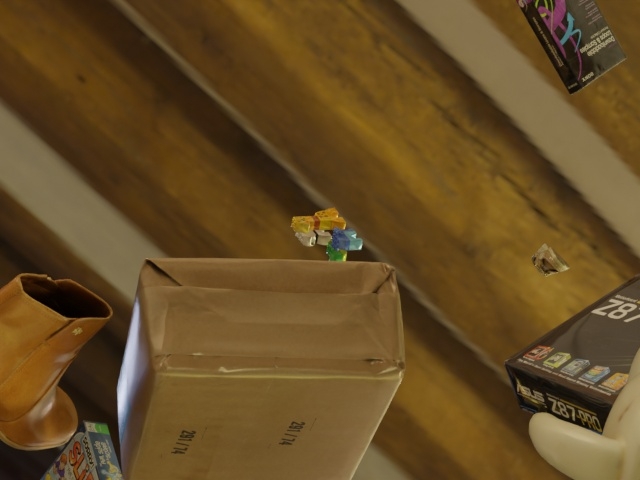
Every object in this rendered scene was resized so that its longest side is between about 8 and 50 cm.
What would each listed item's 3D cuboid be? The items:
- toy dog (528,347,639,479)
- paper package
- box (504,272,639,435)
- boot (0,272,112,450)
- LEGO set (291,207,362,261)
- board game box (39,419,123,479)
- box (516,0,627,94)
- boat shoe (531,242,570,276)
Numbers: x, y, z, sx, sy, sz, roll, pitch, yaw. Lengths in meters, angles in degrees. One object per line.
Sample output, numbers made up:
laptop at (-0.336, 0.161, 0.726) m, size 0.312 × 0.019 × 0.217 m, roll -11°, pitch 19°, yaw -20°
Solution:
toy dog at (0.420, 0.208, 1.536) m, size 0.395 × 0.408 × 0.284 m, roll -3°, pitch -79°, yaw 11°
paper package at (-0.085, 0.172, 1.836) m, size 0.309 × 0.168 × 0.325 m, roll 2°, pitch -35°, yaw -13°
box at (0.485, 0.162, 2.017) m, size 0.395 × 0.318 × 0.097 m, roll 19°, pitch -46°, yaw 63°
boot at (-0.318, 0.143, 1.760) m, size 0.295 × 0.211 × 0.104 m, roll 31°, pitch 29°, yaw -54°
LEGO set at (0.000, 0.000, 2.642) m, size 0.227 × 0.093 × 0.087 m, roll -128°, pitch -139°, yaw -56°
board game box at (-0.270, 0.330, 1.743) m, size 0.035 × 0.136 × 0.201 m, roll 15°, pitch 35°, yaw -37°
box at (0.336, -0.289, 2.012) m, size 0.029 × 0.116 × 0.162 m, roll -23°, pitch -81°, yaw 51°
boat shoe at (0.391, 0.040, 2.564) m, size 0.050 × 0.045 × 0.135 m, roll 46°, pitch 4°, yaw -3°
